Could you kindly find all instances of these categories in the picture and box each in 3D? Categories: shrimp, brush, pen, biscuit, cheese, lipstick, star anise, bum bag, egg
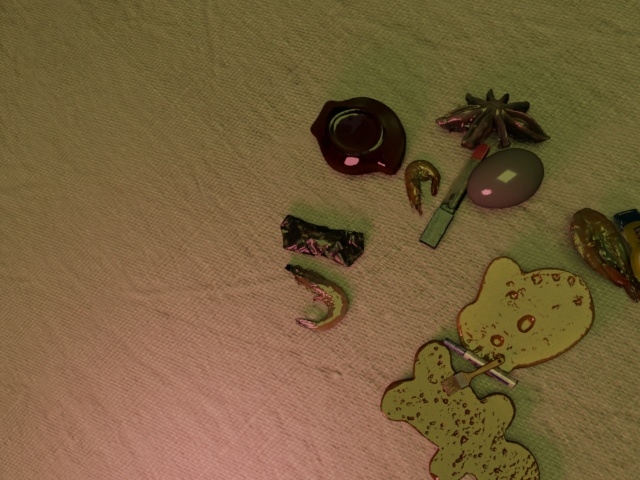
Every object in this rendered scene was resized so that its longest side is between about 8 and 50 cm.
[{"bbox_3d":[-0.031,0.160,1.708,0.219,0.046,0.152,36,89,14],"label":"shrimp"},{"bbox_3d":[0.711,0.041,1.526,0.145,0.061,0.267,-32,90,-32],"label":"shrimp"},{"bbox_3d":[0.382,0.333,1.535,0.170,0.014,0.043,-30,77,12],"label":"brush"},{"bbox_3d":[0.400,0.307,1.551,0.204,0.025,0.025,31,90,16],"label":"pen"},{"bbox_3d":[0.363,0.482,1.564,0.432,0.064,0.283,41,88,14],"label":"biscuit"},{"bbox_3d":[0.813,0.042,1.502,0.177,0.069,0.270,-14,65,-21],"label":"cheese"},{"bbox_3d":[0.282,-0.144,1.684,0.095,0.045,0.162,-4,76,-8],"label":"shrimp"},{"bbox_3d":[0.364,-0.123,1.653,0.051,0.051,0.312,30,88,16],"label":"lipstick"},{"bbox_3d":[0.443,-0.308,1.626,0.258,0.110,0.198,-13,54,-4],"label":"star anise"},{"bbox_3d":[0.000,0.001,1.708,0.248,0.069,0.102,15,87,16],"label":"bum bag"},{"bbox_3d":[0.472,-0.157,1.579,0.199,0.146,0.146,-20,79,7],"label":"egg"},{"bbox_3d":[0.505,0.178,1.568,0.344,0.057,0.287,-31,80,13],"label":"biscuit"}]

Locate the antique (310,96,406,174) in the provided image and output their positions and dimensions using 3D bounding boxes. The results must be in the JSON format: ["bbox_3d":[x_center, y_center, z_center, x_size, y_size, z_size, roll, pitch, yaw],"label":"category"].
[{"bbox_3d":[0.106,-0.284,1.690,0.278,0.129,0.223,37,94,17],"label":"antique"}]
